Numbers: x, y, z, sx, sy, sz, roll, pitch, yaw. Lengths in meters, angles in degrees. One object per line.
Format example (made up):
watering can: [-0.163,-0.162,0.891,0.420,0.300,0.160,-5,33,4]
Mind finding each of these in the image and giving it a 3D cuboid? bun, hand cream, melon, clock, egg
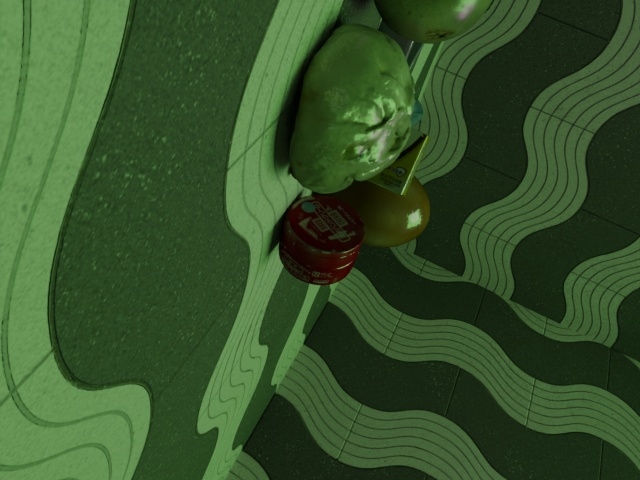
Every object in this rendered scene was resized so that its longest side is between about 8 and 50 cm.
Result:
bun: [0.082,-0.256,1.220,0.365,0.219,0.365,-59,163,-30]
hand cream: [0.000,0.000,1.555,0.230,0.230,0.149,-56,168,-46]
melon: [0.246,-0.562,1.216,0.330,0.269,0.268,-65,177,-60]
clock: [0.254,-0.615,1.691,0.338,0.102,0.338,-62,173,-14]
egg: [0.175,-0.123,1.809,0.282,0.351,0.282,21,90,-87]

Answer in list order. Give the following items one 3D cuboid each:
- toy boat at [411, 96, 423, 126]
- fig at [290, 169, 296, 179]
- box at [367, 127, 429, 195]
toy boat: [0.199,-0.401,1.795,0.215,0.123,0.330,-29,175,35]
fig: [-0.048,-0.169,1.373,0.050,0.050,0.083,-65,-167,8]
box: [0.126,-0.238,1.456,0.168,0.265,0.097,-65,169,11]
